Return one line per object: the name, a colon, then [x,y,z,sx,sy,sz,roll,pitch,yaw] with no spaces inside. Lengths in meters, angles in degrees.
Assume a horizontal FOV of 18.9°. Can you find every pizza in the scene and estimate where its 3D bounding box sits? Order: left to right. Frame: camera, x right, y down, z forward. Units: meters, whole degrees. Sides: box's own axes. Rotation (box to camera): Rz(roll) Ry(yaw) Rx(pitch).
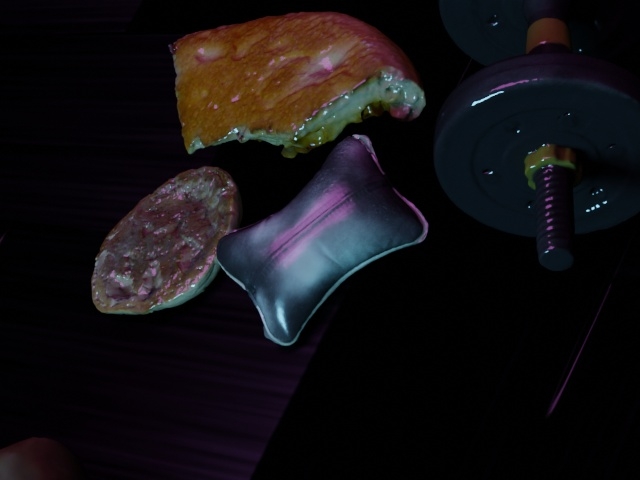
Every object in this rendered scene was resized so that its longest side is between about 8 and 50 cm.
pizza: [-0.026,-0.116,1.429,0.271,0.056,0.134,2,54,41]

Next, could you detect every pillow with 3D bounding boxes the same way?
pillow: [-0.001,-0.001,1.300,0.135,0.055,0.091,-39,40,9]

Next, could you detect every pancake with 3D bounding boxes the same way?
pancake: [-0.114,0.003,1.423,0.139,0.022,0.139,-23,42,23]

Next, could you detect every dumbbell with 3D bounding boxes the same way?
dumbbell: [0.143,-0.109,1.201,0.143,0.143,0.325,-21,43,26]

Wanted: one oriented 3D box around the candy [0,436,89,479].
candy: [-0.243,0.231,1.266,0.234,0.102,0.104,-32,39,11]
